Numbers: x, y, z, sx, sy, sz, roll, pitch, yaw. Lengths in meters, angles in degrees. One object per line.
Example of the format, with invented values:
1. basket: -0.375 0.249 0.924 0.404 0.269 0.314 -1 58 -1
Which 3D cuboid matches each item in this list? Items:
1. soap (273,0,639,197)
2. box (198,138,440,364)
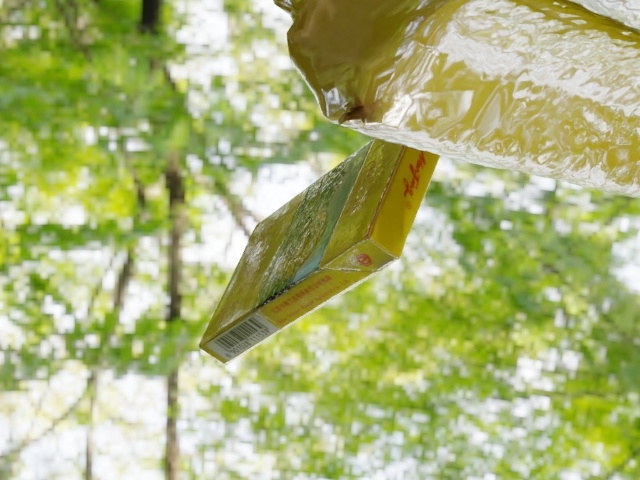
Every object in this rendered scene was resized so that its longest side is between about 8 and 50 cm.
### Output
1. soap: 0.116 -0.175 0.687 0.335 0.156 0.293 6 -120 -49
2. box: 0.000 0.000 0.769 0.023 0.155 0.087 38 -128 -15
